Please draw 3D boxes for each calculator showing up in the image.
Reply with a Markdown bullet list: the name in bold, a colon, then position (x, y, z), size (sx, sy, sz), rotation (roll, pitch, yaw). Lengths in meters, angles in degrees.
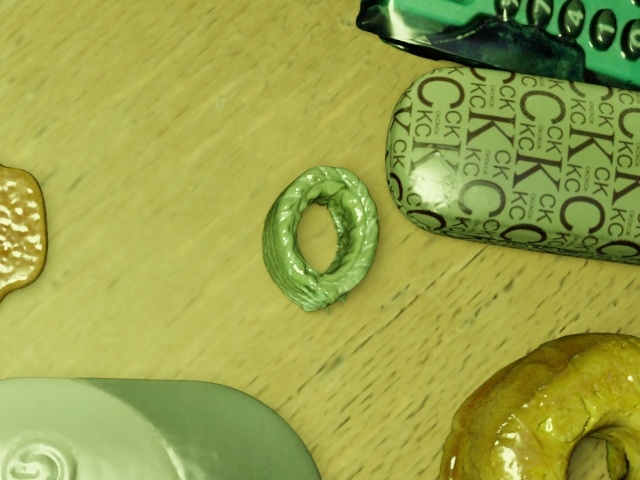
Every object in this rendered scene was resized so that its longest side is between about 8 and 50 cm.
- **calculator**: position (0.184, -0.248, 1.506), size (0.274, 0.058, 0.248), rotation (16, 75, -11)

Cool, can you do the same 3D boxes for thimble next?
- **thimble**: position (0.000, 0.000, 1.402), size (0.084, 0.062, 0.110), rotation (3, 78, -15)

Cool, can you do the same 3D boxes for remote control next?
- **remote control**: position (-0.154, 0.210, 1.296), size (0.332, 0.103, 0.221), rotation (2, 87, -15)

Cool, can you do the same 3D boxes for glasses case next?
- **glasses case**: position (0.225, -0.053, 1.458), size (0.354, 0.085, 0.137), rotation (7, 75, -12)

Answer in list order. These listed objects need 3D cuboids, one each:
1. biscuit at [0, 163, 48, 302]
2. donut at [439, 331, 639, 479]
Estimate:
- **biscuit**: position (-0.368, 0.002, 1.320), size (0.333, 0.047, 0.202), rotation (-5, 81, -13)
- **donut**: position (0.210, 0.180, 1.390), size (0.226, 0.114, 0.227), rotation (3, 77, -15)
